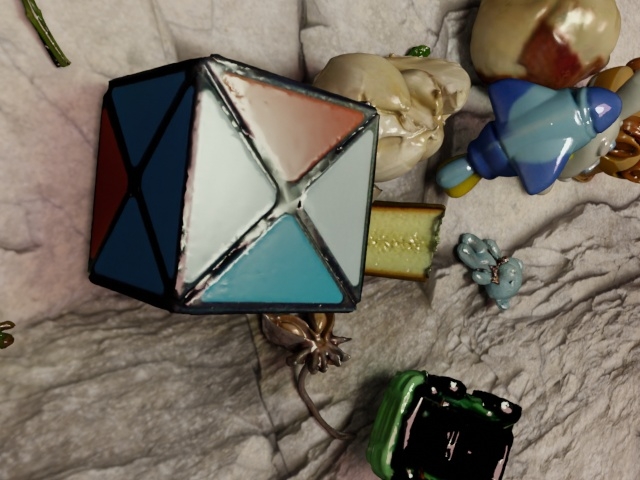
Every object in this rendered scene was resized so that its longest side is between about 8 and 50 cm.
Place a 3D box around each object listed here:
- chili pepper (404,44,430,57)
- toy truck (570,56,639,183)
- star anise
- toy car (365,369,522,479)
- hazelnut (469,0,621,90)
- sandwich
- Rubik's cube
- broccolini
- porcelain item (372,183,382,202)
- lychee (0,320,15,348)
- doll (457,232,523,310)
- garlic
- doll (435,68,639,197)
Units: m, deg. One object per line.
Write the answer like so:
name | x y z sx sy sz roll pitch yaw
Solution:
chili pepper | 0.156 -0.302 1.008 0.091 0.034 0.030 -59 158 -19
toy truck | 0.639 -0.243 1.273 0.288 0.211 0.204 31 75 -39
star anise | -0.008 0.208 0.933 0.148 0.218 0.227 -65 177 -50
toy car | 0.216 0.353 1.029 0.358 0.176 0.214 28 76 -32
hazelnut | 0.402 -0.384 1.091 0.241 0.261 0.261 39 68 -66
sandwich | 0.065 -0.007 0.906 0.235 0.128 0.122 6 90 5
Rubik's cube | -0.105 -0.054 0.687 0.250 0.248 0.247 5 92 -39
broccolini | -0.327 -0.293 0.629 0.044 0.042 0.218 -27 118 -4
porcelain item | 0.000 0.000 0.813 0.054 0.084 0.213 34 102 -12
lychee | -0.377 0.089 0.572 0.146 0.114 0.114 2 93 -17
doll | 0.343 0.050 1.152 0.179 0.075 0.120 43 66 -33
garlic | 0.101 -0.177 0.870 0.281 0.203 0.185 -13 120 -40
doll | 0.404 -0.172 1.029 0.365 0.187 0.376 -12 142 -28
